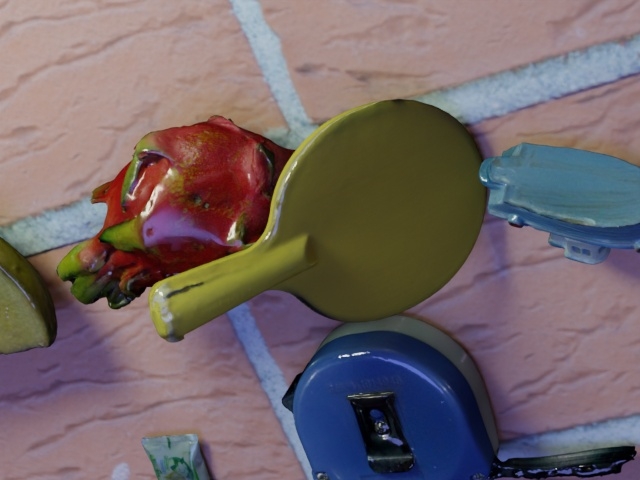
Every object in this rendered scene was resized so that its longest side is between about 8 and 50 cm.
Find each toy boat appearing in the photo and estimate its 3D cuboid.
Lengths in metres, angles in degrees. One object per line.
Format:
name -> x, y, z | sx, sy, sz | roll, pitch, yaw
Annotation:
toy boat -> 0.262, -0.031, 1.873 | 0.215, 0.088, 0.102 | 11, 156, 15

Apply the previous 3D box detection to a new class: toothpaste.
toothpaste -> -0.132, 0.357, 2.264 | 0.075, 0.048, 0.297 | -8, 112, 26

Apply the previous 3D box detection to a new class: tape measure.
tape measure -> 0.136, 0.181, 2.027 | 0.351, 0.098, 0.215 | -10, 115, 23

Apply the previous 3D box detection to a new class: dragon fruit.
dragon fruit -> -0.133, -0.017, 1.982 | 0.200, 0.198, 0.269 | 8, 142, -36

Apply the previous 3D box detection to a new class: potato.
potato -> -0.403, 0.064, 2.164 | 0.255, 0.112, 0.269 | 11, 125, 11

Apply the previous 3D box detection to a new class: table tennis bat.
table tennis bat -> 0.000, 0.000, 1.876 | 0.369, 0.054, 0.224 | -26, 117, -14
